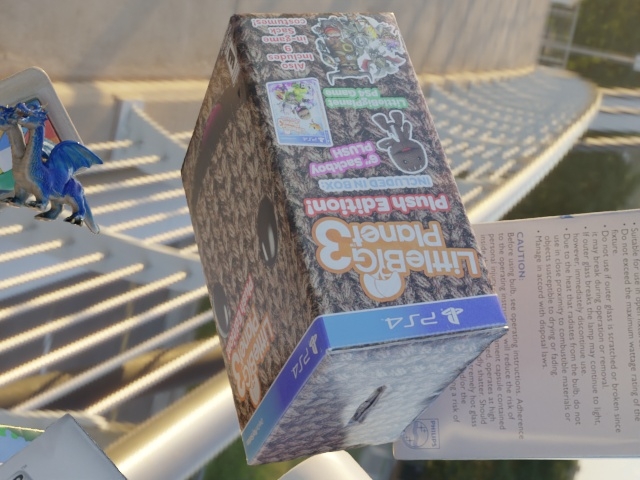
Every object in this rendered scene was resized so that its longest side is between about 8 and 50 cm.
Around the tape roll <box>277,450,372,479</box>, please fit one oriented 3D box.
[{"bbox_3d":[0.009,0.485,1.726,0.246,0.169,0.246,-31,146,-24],"label":"tape roll"}]

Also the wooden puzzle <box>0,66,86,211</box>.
[{"bbox_3d":[-0.499,-0.145,1.700,0.221,0.044,0.238,-27,146,-9],"label":"wooden puzzle"}]

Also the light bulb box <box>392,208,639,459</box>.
[{"bbox_3d":[0.289,0.101,1.086,0.358,0.361,0.225,17,69,-69],"label":"light bulb box"}]

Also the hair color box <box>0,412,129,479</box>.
[{"bbox_3d":[-0.137,0.330,0.763,0.185,0.374,0.113,-37,163,-29],"label":"hair color box"}]

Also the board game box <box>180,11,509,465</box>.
[{"bbox_3d":[0.000,0.000,0.867,0.232,0.141,0.291,119,-40,-55],"label":"board game box"}]

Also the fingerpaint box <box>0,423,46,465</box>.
[{"bbox_3d":[-0.460,0.418,1.153,0.371,0.163,0.444,18,54,-38],"label":"fingerpaint box"}]

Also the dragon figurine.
[{"bbox_3d":[-0.373,-0.100,1.527,0.289,0.085,0.144,31,71,-57],"label":"dragon figurine"}]
